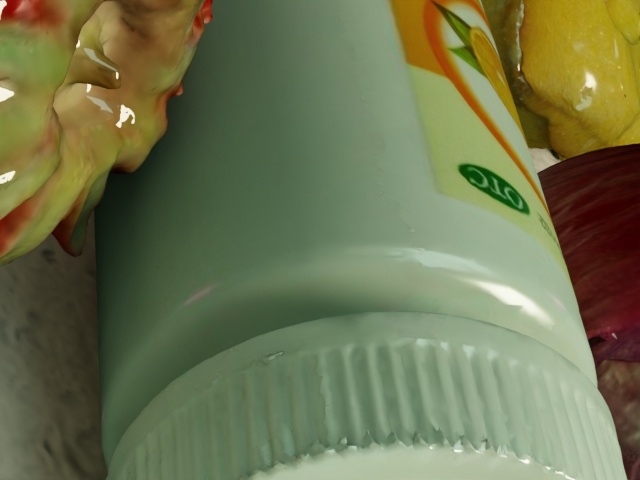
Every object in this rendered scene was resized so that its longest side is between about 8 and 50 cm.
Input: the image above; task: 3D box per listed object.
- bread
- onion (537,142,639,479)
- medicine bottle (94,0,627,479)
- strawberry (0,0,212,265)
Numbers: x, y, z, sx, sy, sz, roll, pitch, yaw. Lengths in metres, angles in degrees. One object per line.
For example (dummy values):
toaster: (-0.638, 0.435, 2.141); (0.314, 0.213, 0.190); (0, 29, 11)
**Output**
bread: (0.139, -0.119, 0.999); (0.233, 0.088, 0.160); (32, 49, -59)
onion: (0.225, 0.070, 0.696); (0.348, 0.285, 0.347); (31, 21, -13)
medicine bottle: (0.000, 0.000, 0.596); (0.158, 0.158, 0.318); (29, 33, -32)
strawberry: (-0.153, -0.107, 0.506); (0.244, 0.205, 0.205); (32, 23, 16)
